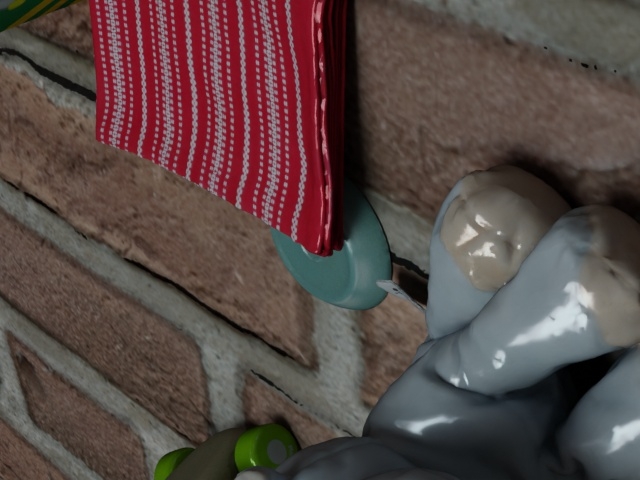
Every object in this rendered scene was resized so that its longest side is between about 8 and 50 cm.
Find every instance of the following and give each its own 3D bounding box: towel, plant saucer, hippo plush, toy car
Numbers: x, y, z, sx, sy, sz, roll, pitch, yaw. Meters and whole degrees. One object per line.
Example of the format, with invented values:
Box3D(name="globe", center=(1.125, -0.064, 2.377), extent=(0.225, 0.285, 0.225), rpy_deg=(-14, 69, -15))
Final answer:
Box3D(name="towel", center=(-0.079, -0.118, 0.883), extent=(0.274, 0.031, 0.199), rpy_deg=(27, 127, 41))
Box3D(name="plant saucer", center=(0.000, 0.000, 0.900), extent=(0.119, 0.021, 0.119), rpy_deg=(33, 140, 34))
Box3D(name="hippo plush", center=(0.059, 0.106, 0.702), extent=(0.294, 0.236, 0.234), rpy_deg=(15, 128, 48))
Box3D(name="toy car", center=(-0.063, 0.270, 1.109), extent=(0.155, 0.149, 0.188), rpy_deg=(-24, 107, 47))

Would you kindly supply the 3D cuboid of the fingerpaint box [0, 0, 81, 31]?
Box3D(name="fingerpaint box", center=(-0.280, -0.314, 0.703), extent=(0.445, 0.371, 0.163), rpy_deg=(49, 145, 14))
